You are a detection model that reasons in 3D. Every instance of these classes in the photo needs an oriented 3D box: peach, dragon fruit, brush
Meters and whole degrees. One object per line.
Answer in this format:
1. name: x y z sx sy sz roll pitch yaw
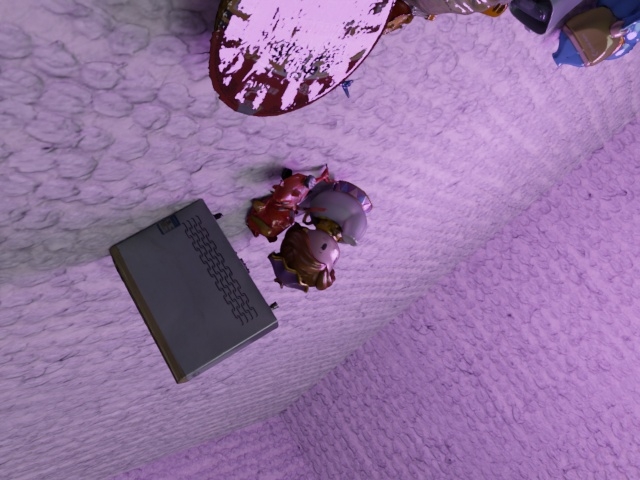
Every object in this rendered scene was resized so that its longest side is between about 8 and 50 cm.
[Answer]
1. peach: 0.088 -0.329 0.878 0.098 0.062 0.098 -26 -172 4
2. dragon fruit: -0.091 -0.042 1.236 0.112 0.068 0.126 -28 159 -25
3. brush: 0.253 -0.411 1.028 0.272 0.013 0.103 -13 150 -46

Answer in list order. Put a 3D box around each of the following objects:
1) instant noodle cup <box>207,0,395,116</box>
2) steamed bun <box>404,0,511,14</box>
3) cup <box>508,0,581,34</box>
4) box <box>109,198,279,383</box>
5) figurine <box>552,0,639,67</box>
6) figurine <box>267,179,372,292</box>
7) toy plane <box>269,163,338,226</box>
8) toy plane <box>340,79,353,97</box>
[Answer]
1. instant noodle cup: -0.039 -0.283 0.754 0.273 0.091 0.274 -30 158 -13
2. steamed bun: 0.216 -0.403 0.727 0.275 0.206 0.320 -20 151 -30
3. cup: 0.412 -0.438 1.082 0.129 0.095 0.128 -38 158 -8
4. box: -0.212 0.078 1.027 0.210 0.270 0.045 -31 160 -13
5. figurine: 0.635 -0.478 1.316 0.262 0.154 0.180 -27 175 33
6. figurine: 0.000 0.000 1.281 0.263 0.189 0.142 -53 124 -22
7. toy plane: -0.022 -0.103 1.168 0.194 0.126 0.077 -17 126 -35
8. toy plane: -0.003 -0.251 0.949 0.062 0.054 0.167 -19 173 42
